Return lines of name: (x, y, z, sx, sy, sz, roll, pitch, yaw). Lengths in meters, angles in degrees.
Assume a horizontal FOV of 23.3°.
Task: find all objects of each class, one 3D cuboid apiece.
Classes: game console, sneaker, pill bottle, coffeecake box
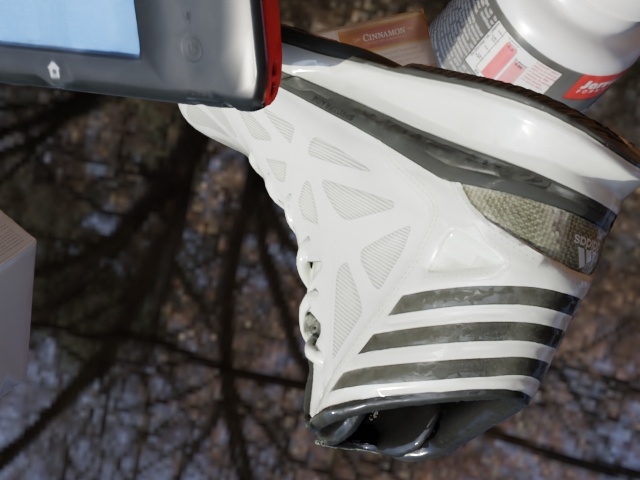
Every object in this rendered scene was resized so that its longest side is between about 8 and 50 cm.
game console: (-0.192, -0.268, 1.052, 0.387, 0.341, 0.060, 10, -159, 36)
sneaker: (0.000, 0.000, 1.081, 0.169, 0.257, 0.447, 24, 178, -39)
pill bottle: (0.252, -0.239, 1.811, 0.210, 0.363, 0.210, 15, -127, -21)
coffeecake box: (0.038, -0.098, 1.375, 0.142, 0.185, 0.068, -15, -176, -17)

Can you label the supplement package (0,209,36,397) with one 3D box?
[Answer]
supplement package: (-0.429, 0.088, 1.659, 0.145, 0.262, 0.204, 39, -127, 17)
